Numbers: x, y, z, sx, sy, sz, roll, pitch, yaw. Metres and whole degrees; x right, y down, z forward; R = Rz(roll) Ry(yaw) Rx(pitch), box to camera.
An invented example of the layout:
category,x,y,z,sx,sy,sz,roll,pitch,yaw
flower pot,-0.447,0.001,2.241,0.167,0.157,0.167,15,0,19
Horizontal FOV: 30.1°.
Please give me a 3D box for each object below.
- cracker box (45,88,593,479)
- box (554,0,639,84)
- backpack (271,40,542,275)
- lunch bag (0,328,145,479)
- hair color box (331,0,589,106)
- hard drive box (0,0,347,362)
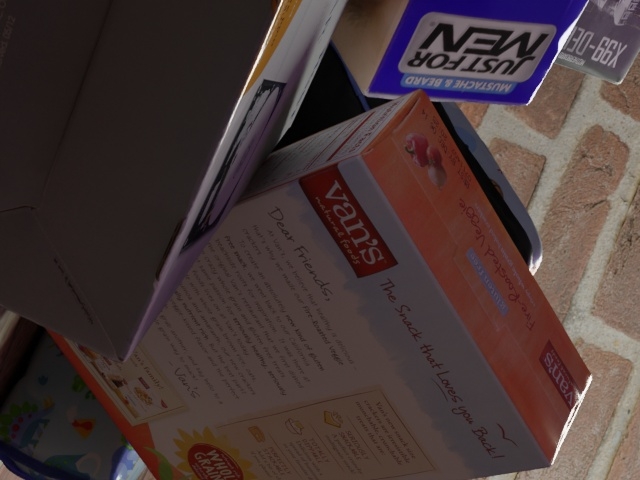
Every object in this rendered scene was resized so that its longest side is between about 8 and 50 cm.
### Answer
category,x,y,z,sx,sy,sz,roll,pitch,yaw
cracker box,-0.013,0.043,0.559,0.232,0.156,0.067,-19,-160,41
box,0.151,-0.263,0.841,0.076,0.307,0.242,52,-56,48
backpack,0.000,0.000,0.837,0.213,0.277,0.263,11,134,-46
lunch bag,-0.130,0.096,0.729,0.151,0.096,0.129,87,27,-70
hair color box,0.088,-0.247,0.532,0.185,0.110,0.339,64,-36,38
hard drive box,-0.040,-0.098,0.419,0.181,0.089,0.232,-63,-179,27
